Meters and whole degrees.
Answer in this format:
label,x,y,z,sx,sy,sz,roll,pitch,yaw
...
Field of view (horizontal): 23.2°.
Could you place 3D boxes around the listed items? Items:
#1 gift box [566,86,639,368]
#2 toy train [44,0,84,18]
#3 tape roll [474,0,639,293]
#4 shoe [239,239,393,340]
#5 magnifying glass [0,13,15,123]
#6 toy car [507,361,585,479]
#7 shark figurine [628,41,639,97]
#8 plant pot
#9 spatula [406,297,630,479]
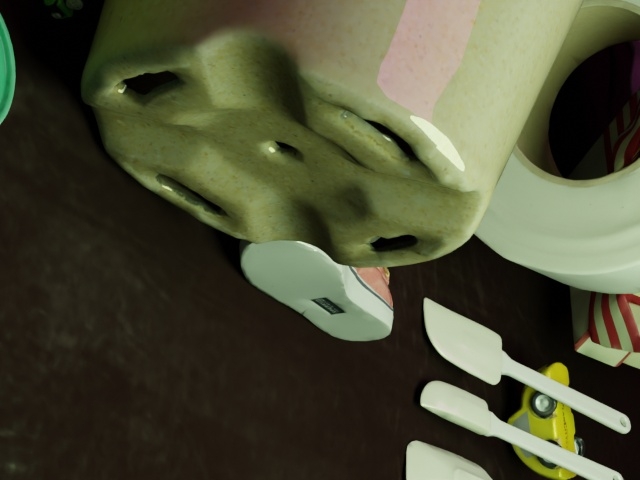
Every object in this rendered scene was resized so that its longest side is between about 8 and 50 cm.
label,x,y,z,sx,sy,sz,roll,pitch,yaw
gift box,0.362,-0.010,1.380,0.258,0.255,0.276,21,37,-14
toy train,-0.131,-0.156,0.849,0.017,0.023,0.083,46,43,-47
tape roll,0.228,-0.104,1.222,0.100,0.286,0.286,22,63,-57
shoe,0.000,0.000,1.013,0.178,0.063,0.081,43,45,-57
magnifying glass,-0.213,-0.097,0.680,0.231,0.026,0.092,14,70,-59
toy car,0.204,0.250,1.324,0.225,0.053,0.239,51,41,-44
shark figurine,0.311,-0.292,1.663,0.116,0.166,0.278,-27,126,-35
plant pot,0.022,-0.165,0.872,0.334,0.334,0.305,46,55,-47
spatula,0.162,0.163,1.226,0.242,0.019,0.168,28,50,-31
